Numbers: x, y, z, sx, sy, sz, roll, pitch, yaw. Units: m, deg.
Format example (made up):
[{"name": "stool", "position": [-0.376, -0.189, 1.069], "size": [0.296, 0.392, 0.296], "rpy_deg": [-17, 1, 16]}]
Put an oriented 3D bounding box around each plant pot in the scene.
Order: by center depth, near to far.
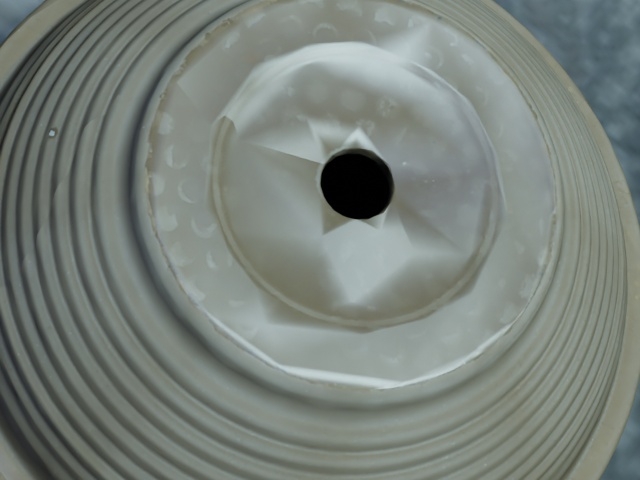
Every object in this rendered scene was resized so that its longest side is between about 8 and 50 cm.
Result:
[{"name": "plant pot", "position": [0.000, 0.000, 0.469], "size": [0.237, 0.110, 0.237], "rpy_deg": [4, 74, -12]}]
